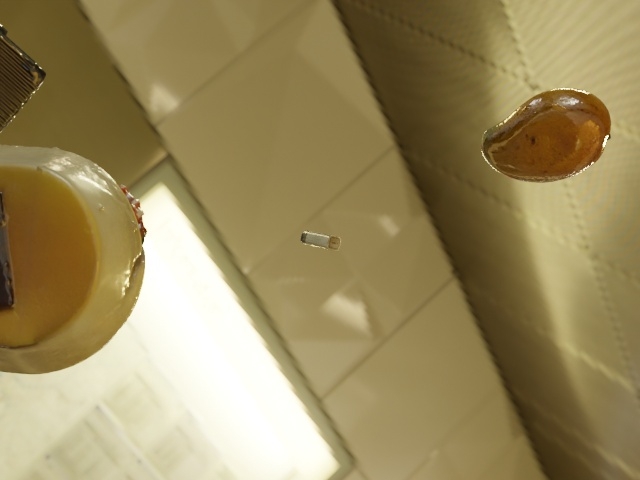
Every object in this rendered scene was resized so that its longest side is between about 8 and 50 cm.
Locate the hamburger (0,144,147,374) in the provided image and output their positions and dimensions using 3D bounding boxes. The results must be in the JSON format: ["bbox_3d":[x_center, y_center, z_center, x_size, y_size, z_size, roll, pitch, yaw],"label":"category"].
[{"bbox_3d":[-0.315,0.017,1.450,0.295,0.227,0.151,7,-5,13],"label":"hamburger"}]

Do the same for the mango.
[{"bbox_3d":[0.281,-0.122,1.802,0.115,0.089,0.165,43,-55,-13],"label":"mango"}]

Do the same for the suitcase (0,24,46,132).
[{"bbox_3d":[-0.543,-0.236,1.855,0.335,0.230,0.152,42,-11,-19],"label":"suitcase"}]

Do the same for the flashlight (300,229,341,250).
[{"bbox_3d":[0.000,0.000,1.862,0.018,0.018,0.083,18,-3,-25],"label":"flashlight"}]
